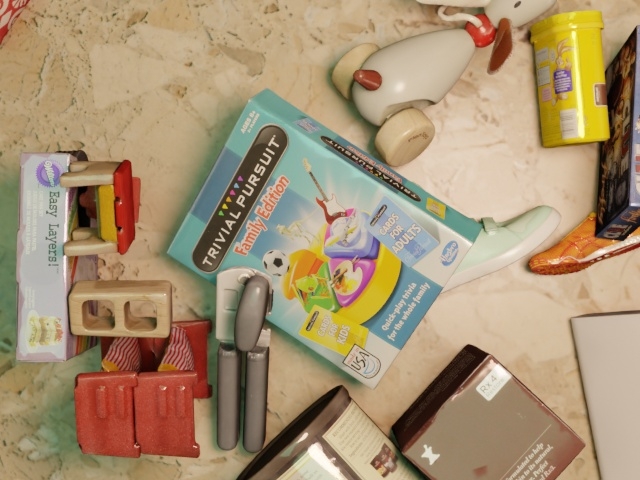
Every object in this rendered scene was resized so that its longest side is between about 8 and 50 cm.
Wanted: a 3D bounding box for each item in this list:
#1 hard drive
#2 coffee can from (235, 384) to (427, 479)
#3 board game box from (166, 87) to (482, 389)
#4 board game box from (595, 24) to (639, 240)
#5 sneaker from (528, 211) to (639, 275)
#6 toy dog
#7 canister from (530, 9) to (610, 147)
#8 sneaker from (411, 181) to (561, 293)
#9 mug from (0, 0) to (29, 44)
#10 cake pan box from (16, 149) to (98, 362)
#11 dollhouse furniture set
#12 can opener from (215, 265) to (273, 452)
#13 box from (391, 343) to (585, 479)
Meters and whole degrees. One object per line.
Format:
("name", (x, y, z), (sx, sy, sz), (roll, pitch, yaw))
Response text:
("hard drive", (0.446, 0.265, 1.522), (0.047, 0.233, 0.353), (-11, 90, -29))
("coffee can", (0.047, 0.357, 1.527), (0.201, 0.201, 0.275), (-42, 90, -1))
("board game box", (0.000, 0.000, 1.535), (0.336, 0.079, 0.253), (33, 115, 4))
("board game box", (0.406, -0.137, 1.529), (0.042, 0.165, 0.243), (7, 76, 0))
("sneaker", (0.364, 0.002, 1.612), (0.175, 0.064, 0.067), (-19, 74, -7))
("toy dog", (0.150, -0.261, 1.530), (0.220, 0.161, 0.333), (32, 89, 20))
("canister", (0.337, -0.214, 1.575), (0.073, 0.126, 0.169), (-5, 92, -11))
("sneaker", (0.190, -0.026, 1.583), (0.256, 0.094, 0.151), (-25, 96, 2))
("mug", (-0.444, -0.376, 1.584), (0.150, 0.113, 0.169), (38, 86, -1))
("cake pan box", (-0.336, 0.016, 1.511), (0.070, 0.246, 0.266), (1, 88, -4))
("dollhouse furniture set", (-0.223, 0.069, 1.479), (0.152, 0.201, 0.374), (0, 109, 0))
("can opener", (-0.106, 0.163, 1.544), (0.074, 0.093, 0.280), (6, 117, 6))
("box", (0.212, 0.255, 1.529), (0.167, 0.203, 0.168), (43, 90, 0))
